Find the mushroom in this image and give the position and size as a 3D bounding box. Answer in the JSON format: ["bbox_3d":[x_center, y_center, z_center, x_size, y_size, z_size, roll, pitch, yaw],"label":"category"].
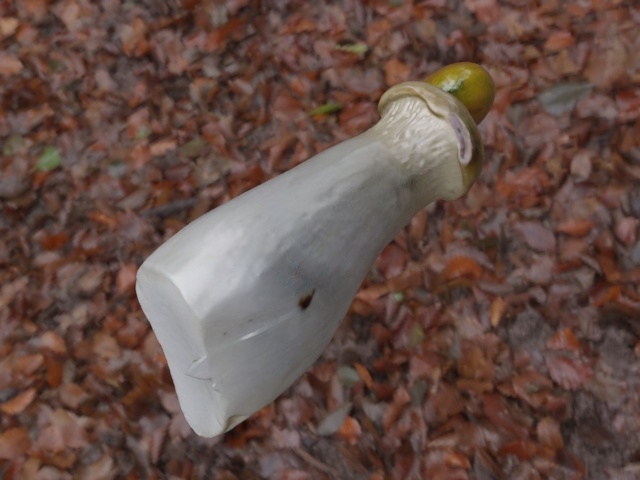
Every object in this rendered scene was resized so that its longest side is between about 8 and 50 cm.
[{"bbox_3d":[0.000,0.000,0.785,0.122,0.159,0.328,35,60,29],"label":"mushroom"}]

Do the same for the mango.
[{"bbox_3d":[0.171,-0.180,1.244,0.111,0.163,0.089,-31,89,-17],"label":"mango"}]
